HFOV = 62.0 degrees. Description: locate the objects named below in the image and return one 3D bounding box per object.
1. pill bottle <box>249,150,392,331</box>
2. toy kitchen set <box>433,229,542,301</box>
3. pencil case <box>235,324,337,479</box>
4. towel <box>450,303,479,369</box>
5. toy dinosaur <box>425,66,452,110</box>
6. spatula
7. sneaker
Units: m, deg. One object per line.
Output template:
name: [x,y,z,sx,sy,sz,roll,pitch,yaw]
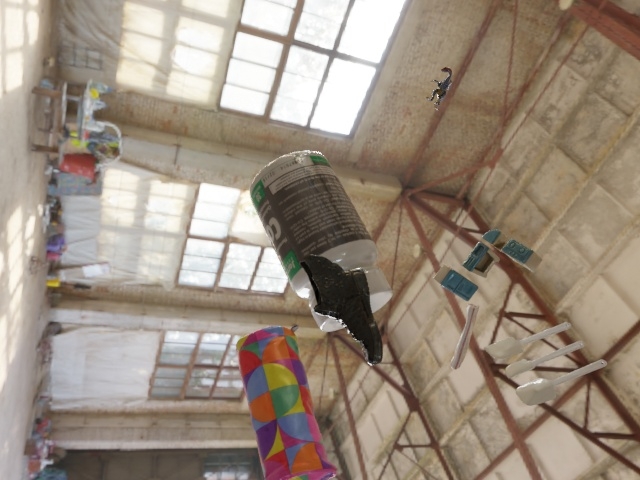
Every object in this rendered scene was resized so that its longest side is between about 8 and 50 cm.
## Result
pill bottle: [0.000,0.000,1.169,0.361,0.204,0.204,62,-35,23]
toy kitchen set: [0.435,0.077,1.392,0.207,0.122,0.166,-56,-149,8]
pencil case: [-0.052,0.233,0.756,0.104,0.104,0.236,117,-34,-41]
towel: [0.332,0.217,1.234,0.197,0.029,0.144,15,90,-70]
toy dinosaur: [0.284,-0.364,1.258,0.082,0.047,0.090,-58,168,2]
spatula: [0.525,0.277,1.232,0.168,0.241,0.019,-122,-155,-45]
sneaker: [0.029,0.100,0.768,0.051,0.089,0.170,123,-42,-69]
